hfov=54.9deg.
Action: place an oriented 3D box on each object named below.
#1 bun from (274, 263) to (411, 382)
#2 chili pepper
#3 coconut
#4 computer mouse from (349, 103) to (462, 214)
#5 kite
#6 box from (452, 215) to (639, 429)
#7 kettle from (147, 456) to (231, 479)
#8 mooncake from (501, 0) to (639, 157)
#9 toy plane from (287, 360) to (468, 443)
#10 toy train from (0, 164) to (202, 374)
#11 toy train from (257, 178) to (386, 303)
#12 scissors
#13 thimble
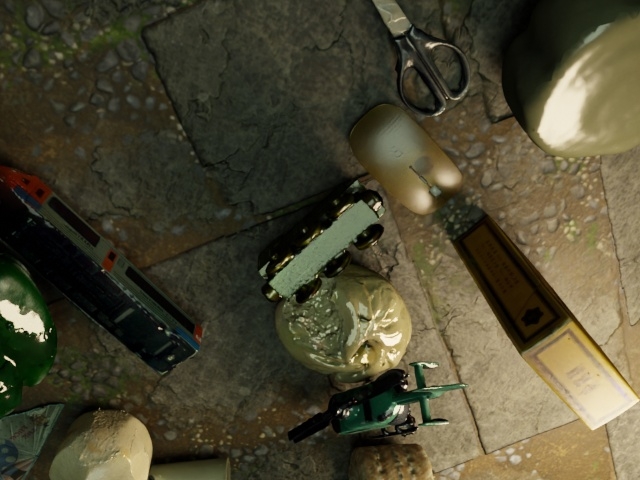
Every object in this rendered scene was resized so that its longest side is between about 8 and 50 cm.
[{"bbox_3d":[0.043,0.145,1.009,0.237,0.116,0.210,12,115,-16],"label":"bun"},{"bbox_3d":[-0.518,0.138,0.856,0.248,0.233,0.257,1,124,23],"label":"chili pepper"},{"bbox_3d":[-0.369,0.377,1.042,0.161,0.162,0.161,-3,117,-6],"label":"coconut"},{"bbox_3d":[0.132,-0.118,0.932,0.102,0.045,0.199,-42,113,16],"label":"computer mouse"},{"bbox_3d":[-0.603,0.345,1.067,0.335,0.011,0.314,-16,122,-6],"label":"kite"},{"bbox_3d":[0.323,0.109,0.925,0.084,0.301,0.193,-41,114,15],"label":"box"},{"bbox_3d":[-0.242,0.458,1.150,0.148,0.127,0.098,-3,84,-3],"label":"kettle"},{"bbox_3d":[0.379,-0.236,0.831,0.274,0.135,0.275,-9,141,-7],"label":"mooncake"},{"bbox_3d":[0.099,0.268,1.001,0.155,0.106,0.381,6,157,-35],"label":"toy plane"},{"bbox_3d":[-0.346,0.042,0.923,0.086,0.089,0.409,-33,115,17],"label":"toy train"},{"bbox_3d":[0.000,0.000,0.924,0.225,0.137,0.090,-41,107,9],"label":"toy train"},{"bbox_3d":[0.104,-0.296,0.839,0.109,0.022,0.300,-37,120,11],"label":"scissors"},{"bbox_3d":[0.124,0.488,1.151,0.148,0.196,0.229,2,146,-5],"label":"thimble"}]
